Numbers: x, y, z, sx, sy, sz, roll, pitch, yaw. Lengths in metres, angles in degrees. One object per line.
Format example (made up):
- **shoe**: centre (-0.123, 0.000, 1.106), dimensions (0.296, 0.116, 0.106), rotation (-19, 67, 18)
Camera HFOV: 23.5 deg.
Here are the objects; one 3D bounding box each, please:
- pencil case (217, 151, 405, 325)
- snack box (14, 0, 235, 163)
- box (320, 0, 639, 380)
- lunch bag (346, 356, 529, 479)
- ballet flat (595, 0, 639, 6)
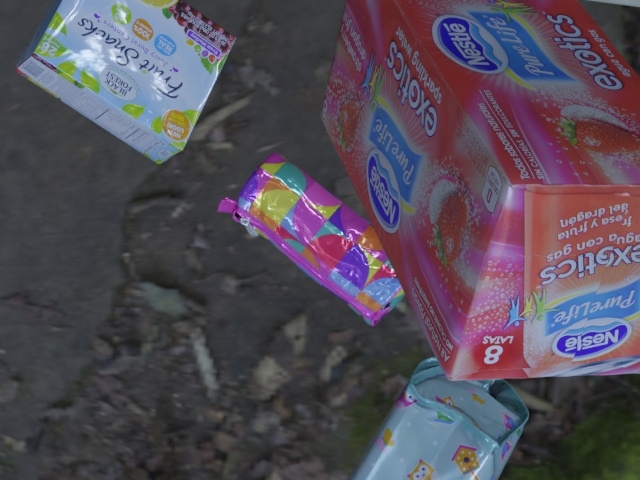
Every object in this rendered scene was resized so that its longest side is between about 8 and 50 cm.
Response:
- **pencil case**: centre (0.000, 0.000, 1.799), dimensions (0.236, 0.104, 0.104), rotation (36, 73, 4)
- **snack box**: centre (-0.225, -0.218, 1.794), dimensions (0.207, 0.070, 0.174), rotation (33, 62, -20)
- **box**: centre (0.114, -0.061, 1.008), dimensions (0.142, 0.300, 0.154), rotation (-1, 128, -19)
- **lunch bag**: centre (0.135, 0.268, 1.853), dimensions (0.160, 0.262, 0.223), rotation (32, 104, 12)
- **ballet flat**: centre (0.068, -0.084, 0.325), dimensions (0.249, 0.086, 0.086), rotation (5, 86, -7)
